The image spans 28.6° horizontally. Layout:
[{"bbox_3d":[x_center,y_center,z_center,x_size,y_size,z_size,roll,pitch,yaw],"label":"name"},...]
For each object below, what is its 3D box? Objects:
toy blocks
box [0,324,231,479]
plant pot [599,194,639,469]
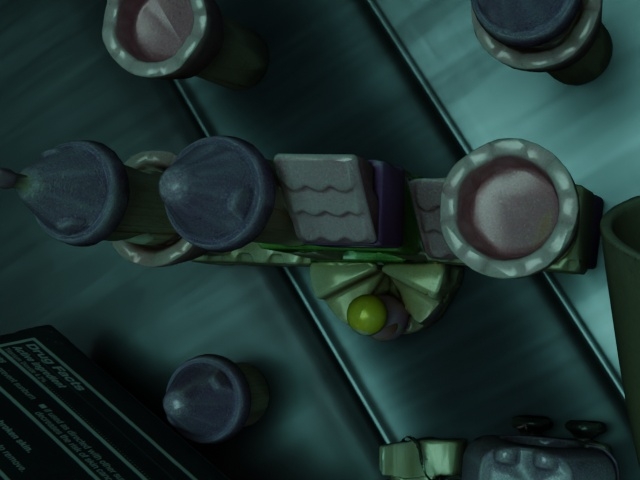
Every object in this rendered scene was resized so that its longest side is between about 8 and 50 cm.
[{"bbox_3d":[0.000,0.000,0.642,0.288,0.260,0.309,1,87,21],"label":"toy blocks"},{"bbox_3d":[-0.190,0.206,0.642,0.296,0.294,0.183,34,117,34],"label":"box"},{"bbox_3d":[0.254,0.125,0.563,0.256,0.256,0.274,3,104,22],"label":"plant pot"}]
